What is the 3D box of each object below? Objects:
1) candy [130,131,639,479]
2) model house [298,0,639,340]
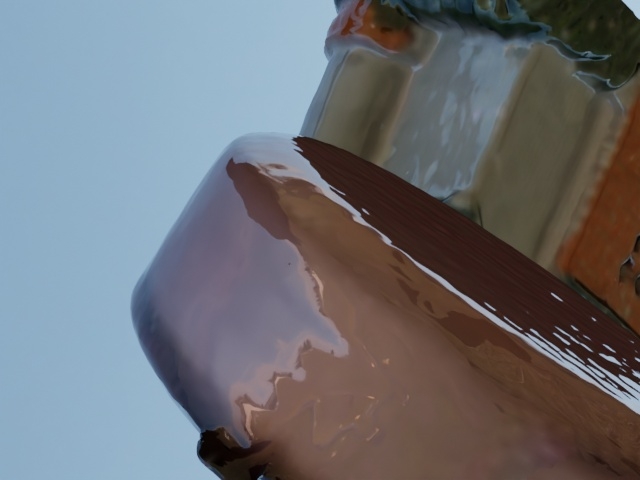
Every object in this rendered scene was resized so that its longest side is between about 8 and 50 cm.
[{"bbox_3d":[0.045,0.055,0.677,0.255,0.094,0.255,33,-170,-7],"label":"candy"},{"bbox_3d":[0.085,0.008,1.039,0.271,0.190,0.300,39,-112,-40],"label":"model house"}]
